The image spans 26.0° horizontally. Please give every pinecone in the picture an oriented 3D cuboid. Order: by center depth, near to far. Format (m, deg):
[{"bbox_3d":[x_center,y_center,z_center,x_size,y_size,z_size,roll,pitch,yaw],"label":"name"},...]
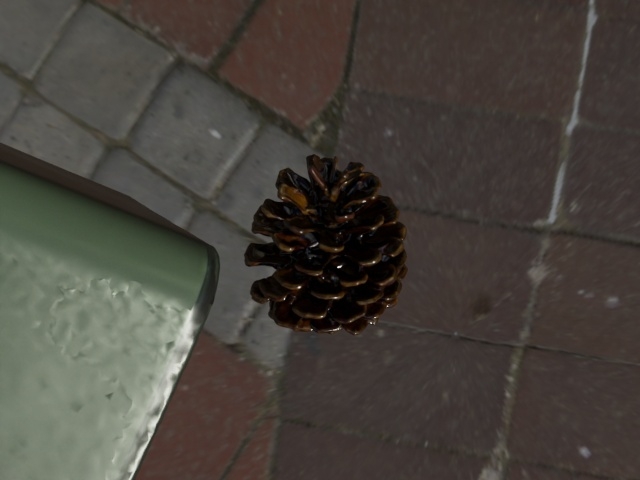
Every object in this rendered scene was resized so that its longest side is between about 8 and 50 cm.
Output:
[{"bbox_3d":[0.006,-0.005,1.334,0.162,0.163,0.165,8,128,6],"label":"pinecone"}]

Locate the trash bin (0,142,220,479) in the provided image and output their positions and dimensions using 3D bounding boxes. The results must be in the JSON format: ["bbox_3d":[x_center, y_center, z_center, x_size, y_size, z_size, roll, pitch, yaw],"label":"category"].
[{"bbox_3d":[-0.244,-0.008,0.615,0.343,0.223,0.158,27,90,-22],"label":"trash bin"}]
